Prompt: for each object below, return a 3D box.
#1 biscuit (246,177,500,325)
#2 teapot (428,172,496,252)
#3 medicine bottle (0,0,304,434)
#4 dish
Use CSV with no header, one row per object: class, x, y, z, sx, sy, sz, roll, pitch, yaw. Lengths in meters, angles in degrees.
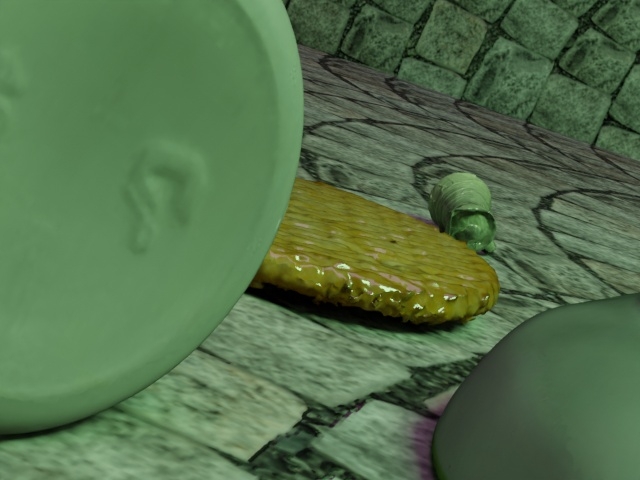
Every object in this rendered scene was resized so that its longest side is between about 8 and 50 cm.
biscuit,0.000,0.000,0.794,0.254,0.035,0.254,16,14,-4
teapot,0.127,-0.018,1.007,0.067,0.057,0.083,45,14,-13
medicine bottle,-0.188,-0.083,0.510,0.208,0.208,0.339,4,20,-46
dish,0.221,0.091,0.520,0.324,0.124,0.324,17,13,-4
